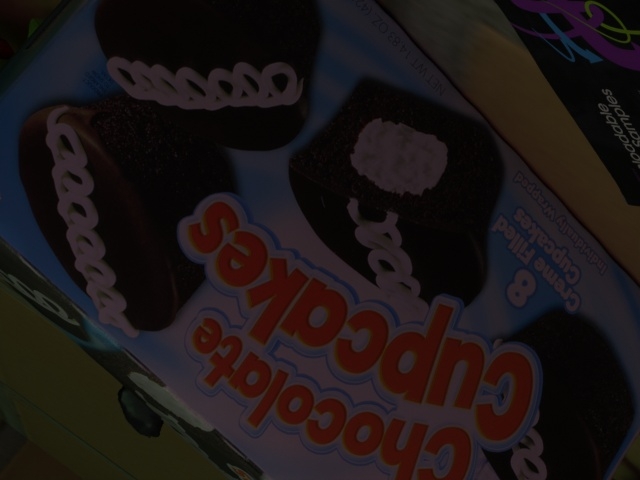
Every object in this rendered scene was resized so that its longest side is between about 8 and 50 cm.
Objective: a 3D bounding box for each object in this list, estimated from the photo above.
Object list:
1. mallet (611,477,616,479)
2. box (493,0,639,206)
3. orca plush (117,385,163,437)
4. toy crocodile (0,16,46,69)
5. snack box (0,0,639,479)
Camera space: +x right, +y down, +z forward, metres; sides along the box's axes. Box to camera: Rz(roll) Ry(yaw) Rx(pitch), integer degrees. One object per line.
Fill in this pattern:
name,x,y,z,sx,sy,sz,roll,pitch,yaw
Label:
mallet,0.144,0.114,0.884,0.190,0.039,0.062,47,160,-16
box,0.143,-0.052,0.513,0.162,0.029,0.116,9,145,51
orca plush,-0.045,0.092,1.134,0.287,0.102,0.151,31,117,-14
toy crocodile,-0.264,-0.116,0.964,0.115,0.105,0.340,4,-165,-44
snack box,0.005,0.015,0.662,0.322,0.187,0.060,44,159,-20
